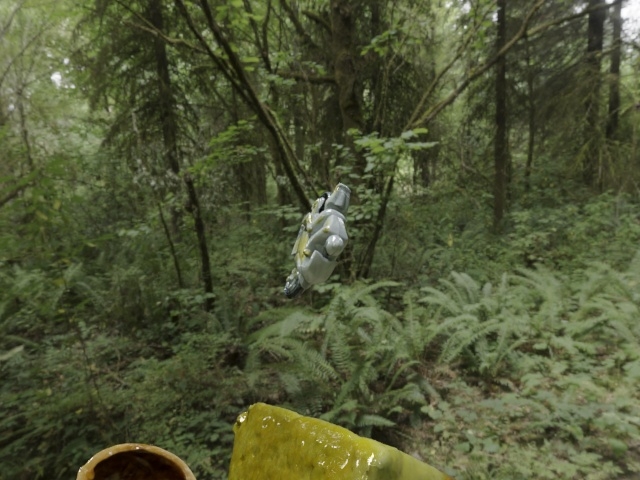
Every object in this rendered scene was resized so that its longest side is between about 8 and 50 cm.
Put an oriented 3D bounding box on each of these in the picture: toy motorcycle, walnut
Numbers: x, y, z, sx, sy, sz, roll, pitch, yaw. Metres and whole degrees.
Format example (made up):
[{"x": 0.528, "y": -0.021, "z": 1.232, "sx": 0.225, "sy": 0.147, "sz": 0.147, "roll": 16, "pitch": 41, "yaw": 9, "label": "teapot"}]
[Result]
[{"x": 0.000, "y": 0.000, "z": 0.740, "sx": 0.074, "sy": 0.229, "sz": 0.151, "roll": 29, "pitch": -21, "yaw": -21, "label": "toy motorcycle"}, {"x": -0.299, "y": 0.424, "z": 0.646, "sx": 0.087, "sy": 0.211, "sz": 0.167, "roll": -46, "pitch": 16, "yaw": 26, "label": "walnut"}]

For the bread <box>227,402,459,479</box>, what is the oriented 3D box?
[{"x": 0.002, "y": 0.357, "z": 0.324, "sx": 0.233, "sy": 0.362, "sz": 0.245, "roll": 37, "pitch": -32, "yaw": -26, "label": "bread"}]
